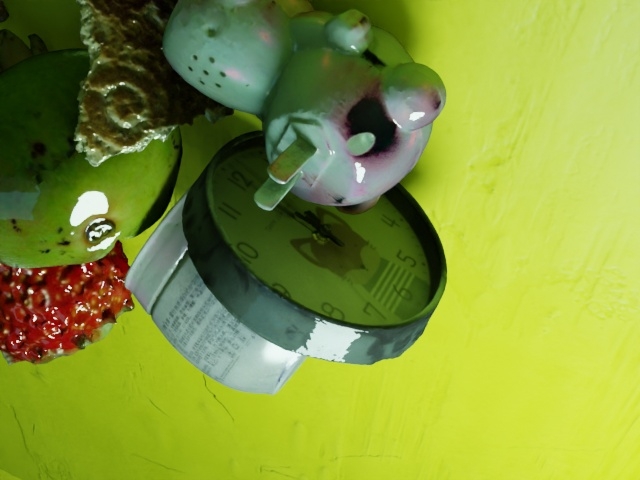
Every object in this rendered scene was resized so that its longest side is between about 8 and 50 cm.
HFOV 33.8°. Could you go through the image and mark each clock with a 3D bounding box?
[{"bbox_3d":[0.000,0.000,1.232,0.325,0.325,0.067,32,128,-2],"label":"clock"}]

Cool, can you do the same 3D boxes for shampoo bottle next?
[{"bbox_3d":[-0.098,0.046,1.408,0.266,0.273,0.273,40,146,3],"label":"shampoo bottle"}]

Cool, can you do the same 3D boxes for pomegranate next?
[{"bbox_3d":[-0.351,-0.147,1.343,0.358,0.310,0.216,59,171,26],"label":"pomegranate"}]

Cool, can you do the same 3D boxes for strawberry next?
[{"bbox_3d":[-0.457,0.019,1.688,0.292,0.292,0.343,-9,115,44],"label":"strawberry"}]

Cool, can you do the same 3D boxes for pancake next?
[{"bbox_3d":[-0.225,-0.206,1.231,0.266,0.244,0.057,37,173,-18],"label":"pancake"}]

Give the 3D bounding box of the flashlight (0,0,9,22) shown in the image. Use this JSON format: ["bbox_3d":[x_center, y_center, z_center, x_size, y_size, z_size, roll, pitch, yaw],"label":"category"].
[{"bbox_3d":[-0.457,-0.339,1.410,0.031,0.052,0.110,-29,128,12],"label":"flashlight"}]

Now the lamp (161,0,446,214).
[{"bbox_3d":[-0.029,-0.159,1.131,0.301,0.247,0.247,39,143,2],"label":"lamp"}]
